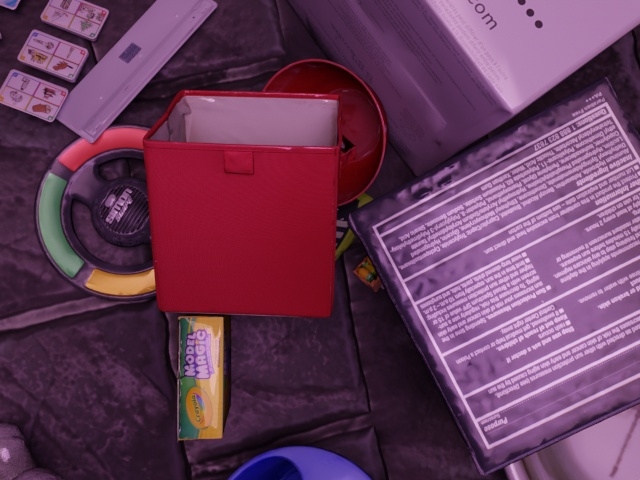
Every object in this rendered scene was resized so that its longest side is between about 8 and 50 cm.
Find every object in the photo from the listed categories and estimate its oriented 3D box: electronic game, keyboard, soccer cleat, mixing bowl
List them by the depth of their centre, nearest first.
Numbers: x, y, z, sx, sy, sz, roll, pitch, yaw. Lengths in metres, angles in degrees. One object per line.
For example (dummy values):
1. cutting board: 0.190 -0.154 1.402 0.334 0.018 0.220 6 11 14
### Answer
1. mixing bowl: 0.016 -0.141 0.905 0.181 0.098 0.181 9 111 26
2. electronic game: -0.247 -0.037 0.910 0.229 0.048 0.229 1 84 -5
3. soccer cleat: 0.000 0.000 0.930 0.072 0.060 0.179 41 75 10
4. keyboard: -0.241 -0.240 0.935 0.072 0.014 0.256 33 75 16

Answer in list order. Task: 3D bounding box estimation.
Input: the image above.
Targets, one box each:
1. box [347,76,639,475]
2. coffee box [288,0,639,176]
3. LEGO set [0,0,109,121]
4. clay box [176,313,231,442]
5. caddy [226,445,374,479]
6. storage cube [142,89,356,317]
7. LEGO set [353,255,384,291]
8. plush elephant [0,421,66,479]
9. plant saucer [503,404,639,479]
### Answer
1. box: 0.232 0.042 0.772 0.296 0.183 0.294 -28 80 7
2. coffee box: 0.189 -0.325 0.839 0.334 0.338 0.338 -36 89 -9
3. LEGO set: -0.425 -0.262 0.931 0.244 0.060 0.182 20 70 -4
4. clay box: -0.130 0.146 0.811 0.053 0.222 0.128 0 87 -6
5. caddy: -0.023 0.398 0.779 0.241 0.179 0.341 11 82 24
6. storage cube: -0.071 -0.045 0.779 0.214 0.184 0.193 3 117 1
7. LEGO set: 0.173 -0.033 0.921 0.287 0.107 0.132 -16 85 -7
8. plush elephant: -0.372 0.393 0.739 0.255 0.272 0.330 -24 112 -32
9. plant saucer: 0.405 0.228 0.902 0.400 0.100 0.401 1 73 -2
